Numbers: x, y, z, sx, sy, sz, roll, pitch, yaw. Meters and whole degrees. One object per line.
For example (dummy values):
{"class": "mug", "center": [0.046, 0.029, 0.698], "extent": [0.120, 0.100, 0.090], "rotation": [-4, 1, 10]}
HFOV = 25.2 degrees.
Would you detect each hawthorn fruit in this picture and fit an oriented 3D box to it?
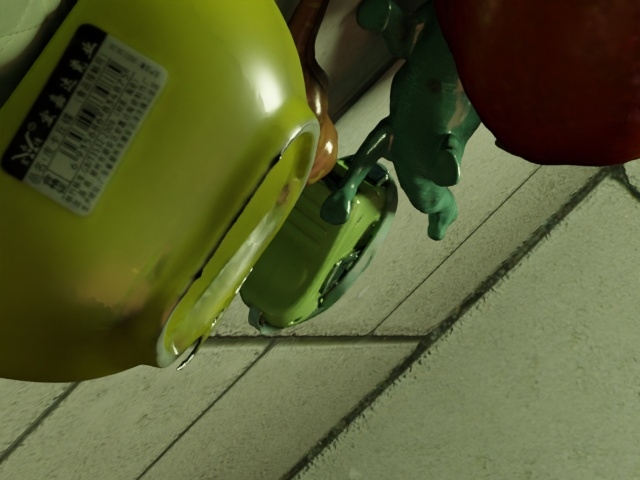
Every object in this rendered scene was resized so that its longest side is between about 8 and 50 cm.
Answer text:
{"class": "hawthorn fruit", "center": [0.207, -0.203, 0.995], "extent": [0.295, 0.295, 0.311], "rotation": [25, 81, -75]}

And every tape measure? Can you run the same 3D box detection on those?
{"class": "tape measure", "center": [0.000, 0.000, 1.412], "extent": [0.175, 0.106, 0.200], "rotation": [-31, 153, -58]}

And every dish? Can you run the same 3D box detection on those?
{"class": "dish", "center": [-0.083, -0.020, 0.707], "extent": [0.262, 0.108, 0.221], "rotation": [-55, 171, -20]}

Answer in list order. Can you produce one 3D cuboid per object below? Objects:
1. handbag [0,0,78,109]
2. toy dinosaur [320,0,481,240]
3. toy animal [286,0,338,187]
{"class": "handbag", "center": [-0.147, -0.101, 0.653], "extent": [0.219, 0.079, 0.256], "rotation": [-61, 171, -18]}
{"class": "toy dinosaur", "center": [0.127, -0.150, 1.310], "extent": [0.331, 0.129, 0.383], "rotation": [-28, 140, -68]}
{"class": "toy animal", "center": [-0.035, -0.111, 1.101], "extent": [0.230, 0.066, 0.224], "rotation": [-37, 149, 13]}
